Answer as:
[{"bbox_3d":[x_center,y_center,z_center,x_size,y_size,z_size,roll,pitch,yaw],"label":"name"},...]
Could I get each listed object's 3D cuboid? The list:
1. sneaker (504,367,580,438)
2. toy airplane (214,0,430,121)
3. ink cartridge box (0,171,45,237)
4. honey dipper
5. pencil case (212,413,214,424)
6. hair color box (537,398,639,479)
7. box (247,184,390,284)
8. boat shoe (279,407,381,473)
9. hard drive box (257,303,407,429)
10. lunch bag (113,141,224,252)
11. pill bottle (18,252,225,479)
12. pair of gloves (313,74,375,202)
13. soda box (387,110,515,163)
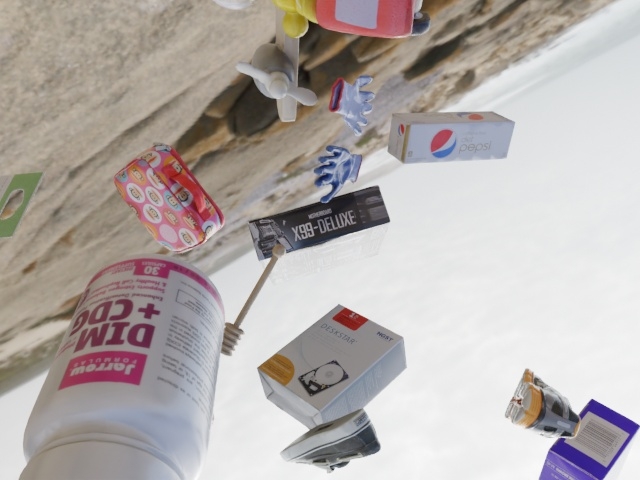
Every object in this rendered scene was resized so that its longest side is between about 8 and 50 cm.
[{"bbox_3d":[0.329,0.251,0.943,0.215,0.083,0.084,5,106,-75],"label":"sneaker"},{"bbox_3d":[-0.048,-0.394,0.878,0.272,0.386,0.384,-21,-179,-27],"label":"toy airplane"},{"bbox_3d":[-0.607,-0.042,1.097,0.235,0.056,0.171,-2,-134,3],"label":"ink cartridge box"},{"bbox_3d":[-0.091,0.076,0.831,0.161,0.030,0.030,-62,-175,-3],"label":"honey dipper"},{"bbox_3d":[-0.353,0.270,1.488,0.167,0.386,0.160,11,140,-33],"label":"pencil case"},{"bbox_3d":[0.499,0.500,1.248,0.110,0.339,0.185,28,-140,36],"label":"hair color box"},{"bbox_3d":[0.000,0.000,1.235,0.242,0.076,0.307,-17,168,-2],"label":"box"},{"bbox_3d":[0.010,0.326,0.981,0.078,0.070,0.219,-25,171,-41],"label":"boat shoe"},{"bbox_3d":[0.025,0.249,1.231,0.181,0.089,0.232,23,-135,40],"label":"hard drive box"},{"bbox_3d":[-0.404,-0.113,1.711,0.258,0.293,0.120,-18,-157,49],"label":"lunch bag"},{"bbox_3d":[-0.182,0.153,0.606,0.160,0.160,0.283,-27,-149,14],"label":"pill bottle"},{"bbox_3d":[0.036,-0.154,0.947,0.023,0.198,0.159,19,-167,22],"label":"pair of gloves"},{"bbox_3d":[0.230,-0.183,1.113,0.216,0.074,0.069,-5,-151,-21],"label":"soda box"}]
